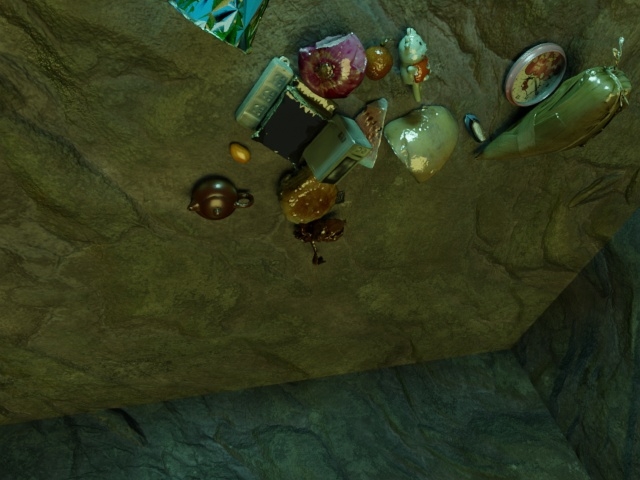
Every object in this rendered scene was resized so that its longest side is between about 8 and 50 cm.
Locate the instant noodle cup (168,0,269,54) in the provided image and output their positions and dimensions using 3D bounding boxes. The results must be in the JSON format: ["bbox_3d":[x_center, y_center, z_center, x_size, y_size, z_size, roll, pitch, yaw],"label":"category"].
[{"bbox_3d":[-0.242,-0.629,1.122,0.240,0.240,0.178,19,118,-35],"label":"instant noodle cup"}]

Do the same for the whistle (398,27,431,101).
[{"bbox_3d":[0.316,-0.585,1.452,0.101,0.106,0.253,-37,135,-17],"label":"whistle"}]

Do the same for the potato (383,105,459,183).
[{"bbox_3d":[0.407,-0.389,1.634,0.264,0.189,0.211,-35,136,16],"label":"potato"}]

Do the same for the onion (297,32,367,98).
[{"bbox_3d":[0.040,-0.530,1.339,0.207,0.201,0.201,-15,138,-1],"label":"onion"}]

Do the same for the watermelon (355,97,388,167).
[{"bbox_3d":[0.179,-0.413,1.610,0.154,0.094,0.241,24,123,-4],"label":"watermelon"}]

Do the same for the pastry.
[{"bbox_3d":[-0.050,-0.186,1.727,0.257,0.121,0.236,-39,139,9],"label":"pastry"}]

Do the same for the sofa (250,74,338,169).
[{"bbox_3d":[-0.089,-0.408,1.475,0.200,0.182,0.258,29,123,-22],"label":"sofa"}]

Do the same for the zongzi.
[{"bbox_3d":[0.862,-0.451,1.620,0.466,0.218,0.500,-23,166,2],"label":"zongzi"}]

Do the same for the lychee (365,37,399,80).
[{"bbox_3d":[0.188,-0.593,1.410,0.101,0.140,0.114,-3,174,37],"label":"lychee"}]

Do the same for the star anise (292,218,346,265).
[{"bbox_3d":[-0.002,-0.007,1.911,0.237,0.148,0.346,-9,144,-9],"label":"star anise"}]

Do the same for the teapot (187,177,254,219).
[{"bbox_3d":[-0.376,-0.142,1.642,0.252,0.135,0.178,-3,140,-16],"label":"teapot"}]

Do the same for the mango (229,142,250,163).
[{"bbox_3d":[-0.291,-0.316,1.557,0.060,0.046,0.089,-34,124,13],"label":"mango"}]

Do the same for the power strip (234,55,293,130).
[{"bbox_3d":[-0.186,-0.476,1.418,0.078,0.052,0.272,23,123,-37],"label":"power strip"}]

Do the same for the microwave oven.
[{"bbox_3d":[0.061,-0.322,1.559,0.129,0.163,0.205,2,144,-50],"label":"microwave oven"}]

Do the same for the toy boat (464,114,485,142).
[{"bbox_3d":[0.622,-0.453,1.746,0.060,0.061,0.137,-41,127,10],"label":"toy boat"}]

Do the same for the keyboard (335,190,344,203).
[{"bbox_3d":[0.006,-0.169,1.849,0.202,0.011,0.067,-10,137,-11],"label":"keyboard"}]

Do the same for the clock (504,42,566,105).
[{"bbox_3d":[0.814,-0.624,1.642,0.244,0.056,0.244,-13,139,-11],"label":"clock"}]
